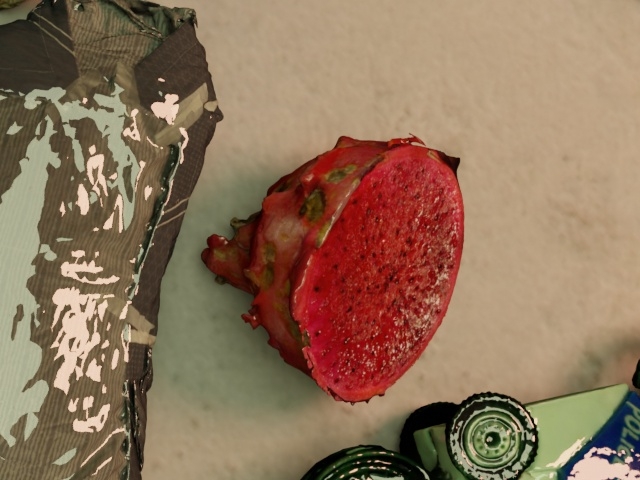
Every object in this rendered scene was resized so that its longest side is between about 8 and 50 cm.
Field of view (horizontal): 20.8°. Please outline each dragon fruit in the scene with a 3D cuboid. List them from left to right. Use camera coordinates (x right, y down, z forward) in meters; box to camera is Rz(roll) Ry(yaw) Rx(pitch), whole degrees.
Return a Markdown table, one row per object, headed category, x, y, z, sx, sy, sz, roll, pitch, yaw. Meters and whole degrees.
| category | x | y | z | sx | sy | sz | roll | pitch | yaw |
| --- | --- | --- | --- | --- | --- | --- | --- | --- | --- |
| dragon fruit | 0.000 | 0.000 | 0.961 | 0.111 | 0.153 | 0.153 | 22 | 75 | 32 |

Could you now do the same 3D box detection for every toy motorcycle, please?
| category | x | y | z | sx | sy | sz | roll | pitch | yaw |
| --- | --- | --- | --- | --- | --- | --- | --- | --- | --- |
| toy motorcycle | 0.135 | 0.168 | 0.957 | 0.331 | 0.125 | 0.196 | -19 | 86 | -19 |

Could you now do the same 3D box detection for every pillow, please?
| category | x | y | z | sx | sy | sz | roll | pitch | yaw |
| --- | --- | --- | --- | --- | --- | --- | --- | --- | --- |
| pillow | -0.149 | 0.021 | 0.919 | 0.161 | 0.092 | 0.335 | 11 | 81 | -13 |

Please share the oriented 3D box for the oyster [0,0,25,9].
| category | x | y | z | sx | sy | sz | roll | pitch | yaw |
| --- | --- | --- | --- | --- | --- | --- | --- | --- | --- |
| oyster | -0.174 | -0.139 | 0.949 | 0.083 | 0.080 | 0.038 | 10 | 104 | 21 |
